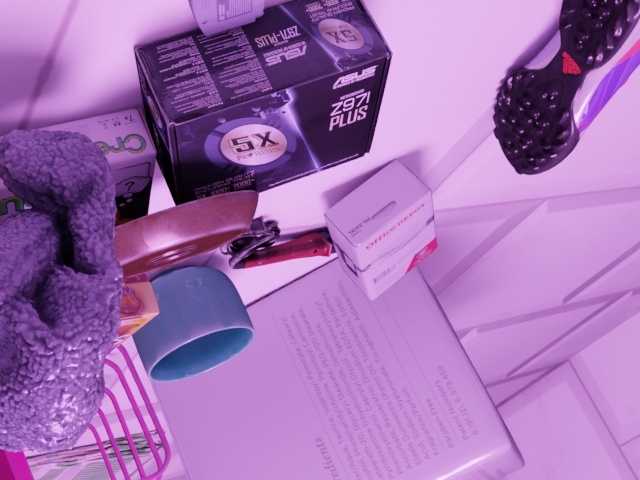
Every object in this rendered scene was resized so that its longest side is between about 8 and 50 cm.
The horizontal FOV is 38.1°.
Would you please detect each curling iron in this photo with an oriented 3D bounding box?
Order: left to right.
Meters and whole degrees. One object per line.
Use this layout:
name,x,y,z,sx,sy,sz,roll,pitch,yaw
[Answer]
curling iron,0.000,0.000,1.101,0.274,0.035,0.068,-4,150,-43

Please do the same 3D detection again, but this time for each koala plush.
koala plush,-0.259,0.038,0.596,0.221,0.203,0.196,10,134,-33

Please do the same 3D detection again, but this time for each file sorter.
file sorter,-0.320,0.276,1.159,0.182,0.202,0.290,-16,156,-31

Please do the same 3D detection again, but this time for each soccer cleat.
soccer cleat,0.271,-0.175,0.918,0.116,0.108,0.318,-21,156,-23

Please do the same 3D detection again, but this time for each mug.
mug,-0.160,0.095,1.057,0.158,0.097,0.129,-37,156,27

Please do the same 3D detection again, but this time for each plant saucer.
plant saucer,-0.126,0.001,0.761,0.168,0.029,0.168,-21,176,-2

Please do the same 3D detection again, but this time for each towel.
towel,-0.439,0.402,1.528,0.325,0.038,0.248,-3,150,-45

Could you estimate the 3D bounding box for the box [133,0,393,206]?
box,-0.046,-0.109,0.747,0.180,0.077,0.147,-20,157,-14

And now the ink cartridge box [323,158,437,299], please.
ink cartridge box,0.073,-0.010,1.076,0.109,0.063,0.150,-37,153,-9

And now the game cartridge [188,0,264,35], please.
game cartridge,-0.066,-0.179,0.651,0.056,0.017,0.083,-23,158,-16

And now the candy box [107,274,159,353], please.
candy box,-0.250,0.091,0.882,0.109,0.053,0.187,-5,155,-45

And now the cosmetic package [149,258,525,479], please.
cosmetic package,0.033,0.250,1.314,0.394,0.327,0.329,-28,158,4

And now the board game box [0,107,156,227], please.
board game box,-0.291,-0.002,0.751,0.305,0.053,0.193,-17,156,-22
